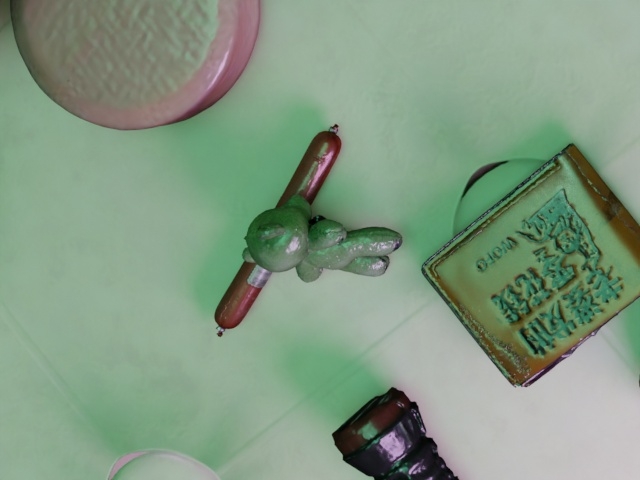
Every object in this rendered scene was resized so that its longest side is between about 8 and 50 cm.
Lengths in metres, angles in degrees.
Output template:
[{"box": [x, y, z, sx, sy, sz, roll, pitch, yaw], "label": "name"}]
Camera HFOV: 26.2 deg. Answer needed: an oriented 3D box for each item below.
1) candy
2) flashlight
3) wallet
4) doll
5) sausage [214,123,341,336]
[{"box": [-0.187, -0.235, 1.347, 0.255, 0.094, 0.255, 3, 101, 15], "label": "candy"}, {"box": [0.112, 0.259, 1.356, 0.093, 0.093, 0.232, -38, 89, 17], "label": "flashlight"}, {"box": [0.214, 0.030, 1.312, 0.195, 0.042, 0.161, -40, 87, 17], "label": "wallet"}, {"box": [0.000, 0.000, 1.338, 0.150, 0.115, 0.078, 9, 65, -14], "label": "doll"}, {"box": [-0.044, -0.007, 1.380, 0.034, 0.034, 0.253, 34, 106, 7], "label": "sausage"}]
